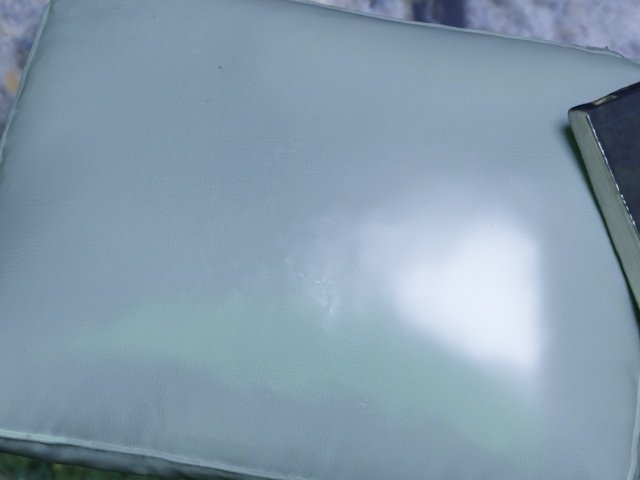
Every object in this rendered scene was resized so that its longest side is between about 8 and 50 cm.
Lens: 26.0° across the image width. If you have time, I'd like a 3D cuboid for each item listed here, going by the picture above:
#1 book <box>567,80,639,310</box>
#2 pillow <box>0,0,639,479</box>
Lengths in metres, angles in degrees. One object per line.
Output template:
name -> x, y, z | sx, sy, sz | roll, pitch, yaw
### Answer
book -> 0.233, -0.021, 0.630 | 0.228, 0.024, 0.160 | -22, 90, -22
pillow -> 0.000, 0.000, 0.651 | 0.322, 0.120, 0.255 | 12, 72, 6
